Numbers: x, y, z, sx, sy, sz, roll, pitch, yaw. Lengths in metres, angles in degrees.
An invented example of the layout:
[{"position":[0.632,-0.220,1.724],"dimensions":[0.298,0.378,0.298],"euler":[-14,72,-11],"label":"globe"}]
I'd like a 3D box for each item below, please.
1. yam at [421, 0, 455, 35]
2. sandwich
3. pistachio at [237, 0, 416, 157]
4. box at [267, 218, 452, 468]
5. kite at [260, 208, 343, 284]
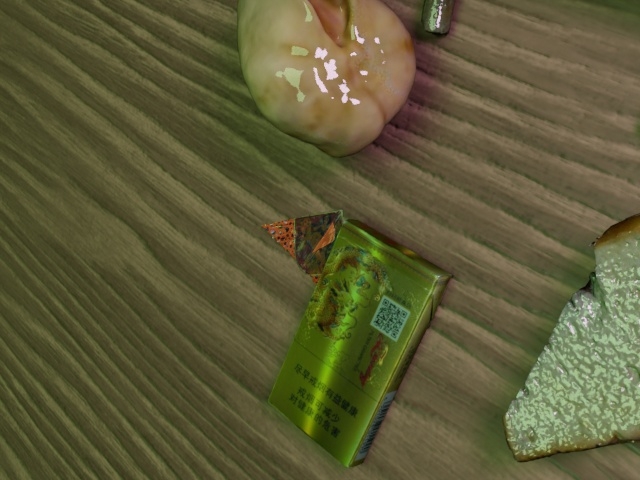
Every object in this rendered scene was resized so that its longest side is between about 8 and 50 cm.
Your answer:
[{"position":[0.162,-0.323,1.050],"dimensions":[0.043,0.043,0.094],"euler":[19,99,37],"label":"yam"},{"position":[0.324,0.110,0.861],"dimensions":[0.289,0.100,0.254],"euler":[-19,82,36],"label":"sandwich"},{"position":[-0.002,-0.256,1.068],"dimensions":[0.238,0.229,0.321],"euler":[102,147,-51],"label":"pistachio"},{"position":[0.047,0.145,1.109],"dimensions":[0.173,0.043,0.311],"euler":[32,108,32],"label":"box"},{"position":[-0.001,0.000,1.184],"dimensions":[0.222,0.008,0.125],"euler":[47,113,30],"label":"kite"}]
